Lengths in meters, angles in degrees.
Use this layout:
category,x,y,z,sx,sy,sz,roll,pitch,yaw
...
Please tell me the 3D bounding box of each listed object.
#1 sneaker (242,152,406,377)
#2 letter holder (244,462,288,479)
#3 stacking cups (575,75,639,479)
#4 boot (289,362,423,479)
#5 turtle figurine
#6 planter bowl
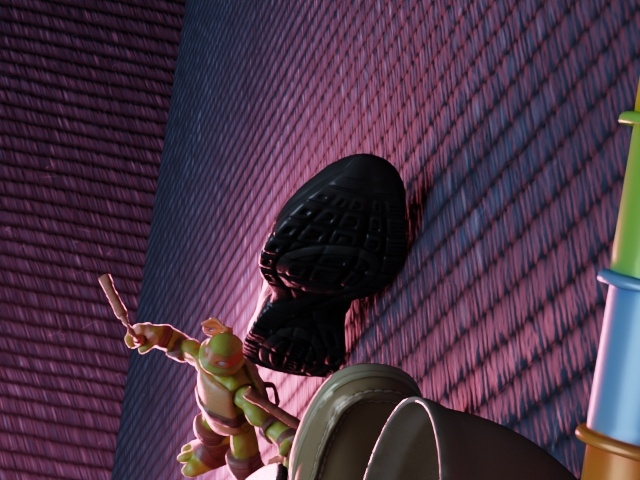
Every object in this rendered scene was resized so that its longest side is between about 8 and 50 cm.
category,x,y,z,sx,sy,sz,roll,pitch,yaw
sneaker,0.000,0.000,1.424,0.286,0.109,0.130,120,163,-55
letter holder,-0.068,0.254,1.383,0.302,0.152,0.214,127,154,-66
stacking cups,0.152,0.051,0.682,0.096,0.096,0.316,-150,67,-78
boot,0.024,0.228,1.071,0.203,0.095,0.262,-102,23,-66
turtle figurine,-0.094,0.144,1.595,0.087,0.269,0.217,-39,-32,-32
planter bowl,0.081,0.162,0.820,0.162,0.109,0.162,-169,90,-78
